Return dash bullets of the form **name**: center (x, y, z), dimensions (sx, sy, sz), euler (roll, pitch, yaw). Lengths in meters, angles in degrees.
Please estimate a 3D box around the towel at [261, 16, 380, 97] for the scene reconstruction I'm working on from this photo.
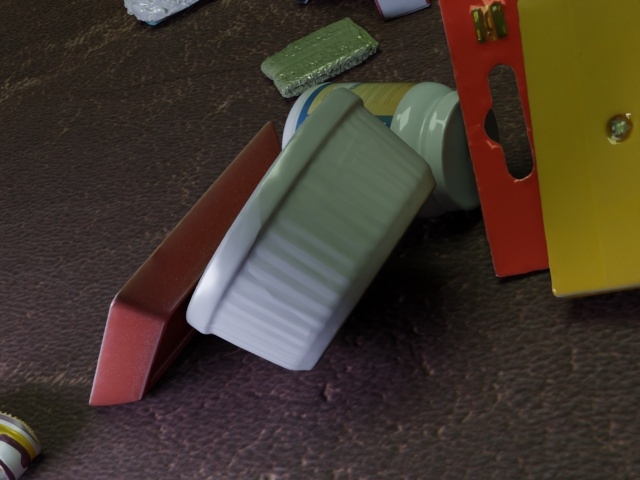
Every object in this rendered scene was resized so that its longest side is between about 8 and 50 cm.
- **towel**: center (-0.001, -0.246, 1.658), dimensions (0.148, 0.027, 0.110), euler (-28, 36, -5)

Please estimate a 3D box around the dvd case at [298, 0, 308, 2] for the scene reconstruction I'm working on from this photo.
- **dvd case**: center (0.019, -0.473, 1.754), dimensions (0.238, 0.030, 0.179), euler (134, 151, -64)

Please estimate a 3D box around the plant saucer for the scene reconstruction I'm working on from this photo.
- **plant saucer**: center (-0.126, 0.039, 1.238), dimensions (0.048, 0.259, 0.258), euler (35, 58, 5)

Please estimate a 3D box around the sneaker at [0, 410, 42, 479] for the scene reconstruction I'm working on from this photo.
- **sneaker**: center (-0.378, 0.214, 1.269), dimensions (0.186, 0.069, 0.084), euler (2, 38, 35)

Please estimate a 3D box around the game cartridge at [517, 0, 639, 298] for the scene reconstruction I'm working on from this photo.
- **game cartridge**: center (0.339, -0.110, 1.061), dimensions (0.324, 0.053, 0.285), euler (-10, 82, 31)

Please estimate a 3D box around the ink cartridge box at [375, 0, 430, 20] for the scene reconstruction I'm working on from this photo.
- **ink cartridge box**: center (0.096, -0.407, 1.716), dimensions (0.072, 0.127, 0.175), euler (-19, 35, 14)

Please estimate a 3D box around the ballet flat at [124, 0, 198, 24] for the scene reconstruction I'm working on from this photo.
- **ballet flat**: center (-0.138, -0.483, 1.957), dimensions (0.409, 0.147, 0.147), euler (-30, 35, -7)

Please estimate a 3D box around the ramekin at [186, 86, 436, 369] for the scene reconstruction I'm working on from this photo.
- **ramekin**: center (0.000, 0.000, 1.159), dimensions (0.127, 0.273, 0.273), euler (34, 56, 3)

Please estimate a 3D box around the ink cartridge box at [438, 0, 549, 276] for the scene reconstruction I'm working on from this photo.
- **ink cartridge box**: center (0.313, -0.154, 1.134), dimensions (0.385, 0.091, 0.308), euler (-13, 80, 16)

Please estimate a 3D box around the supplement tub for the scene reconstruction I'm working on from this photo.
- **supplement tub**: center (0.075, -0.098, 1.319), dimensions (0.200, 0.144, 0.144), euler (5, 45, 37)
